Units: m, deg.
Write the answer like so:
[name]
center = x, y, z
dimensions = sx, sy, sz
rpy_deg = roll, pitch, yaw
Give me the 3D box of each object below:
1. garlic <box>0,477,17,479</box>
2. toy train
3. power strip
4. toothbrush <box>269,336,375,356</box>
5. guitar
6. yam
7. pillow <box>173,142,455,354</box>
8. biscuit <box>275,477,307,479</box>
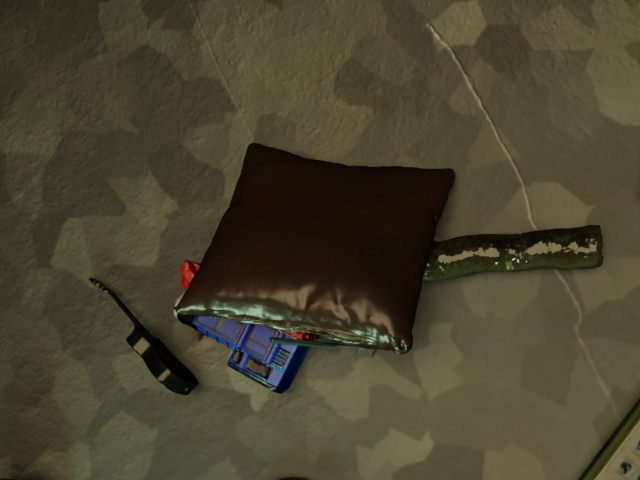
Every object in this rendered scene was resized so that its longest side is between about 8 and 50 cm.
[garlic]
center = -0.422, 0.429, 1.402
dimensions = 0.115, 0.128, 0.206
rpy_deg = -14, 82, -33
[toy train]
center = -0.109, 0.112, 1.385
dimensions = 0.204, 0.083, 0.131
rpy_deg = 27, 91, 15
[power strip]
center = 0.448, 0.218, 1.259
dimensions = 0.092, 0.066, 0.387
rpy_deg = 36, 91, 12
[toothbrush]
center = 0.005, 0.142, 1.336
dimensions = 0.167, 0.011, 0.014
rpy_deg = 9, 94, -31
[guitar]
center = -0.260, 0.132, 1.425
dimensions = 0.025, 0.088, 0.233
rpy_deg = -47, 67, 2
[yam]
center = 0.245, 0.018, 1.333
dimensions = 0.253, 0.061, 0.061
rpy_deg = -6, 82, 12
[pillow]
center = 0.000, 0.000, 1.320
dimensions = 0.308, 0.108, 0.305
rpy_deg = 8, 51, 14
[biscuit]
center = -0.033, 0.403, 1.348
dimensions = 0.170, 0.050, 0.170
rpy_deg = -1, 84, 12
